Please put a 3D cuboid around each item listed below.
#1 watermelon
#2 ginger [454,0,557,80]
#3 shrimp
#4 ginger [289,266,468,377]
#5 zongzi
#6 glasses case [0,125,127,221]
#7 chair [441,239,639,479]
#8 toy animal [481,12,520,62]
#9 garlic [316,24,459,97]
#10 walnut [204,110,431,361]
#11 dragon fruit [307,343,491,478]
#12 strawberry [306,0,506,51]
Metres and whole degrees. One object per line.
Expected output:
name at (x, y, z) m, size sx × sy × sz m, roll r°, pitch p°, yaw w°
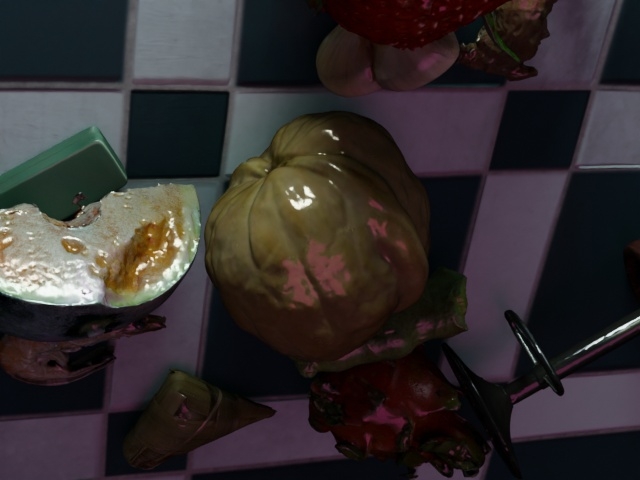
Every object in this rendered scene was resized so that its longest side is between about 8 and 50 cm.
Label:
watermelon at (-0.285, 0.061, 1.499) m, size 0.321 × 0.175 × 0.188 m, roll -10°, pitch 144°, yaw -26°
ginger at (0.264, -0.328, 1.535) m, size 0.122 × 0.084 × 0.290 m, roll 21°, pitch 120°, yaw -6°
shrimp at (-0.311, 0.139, 1.658) m, size 0.223 × 0.047 × 0.126 m, roll -9°, pitch 133°, yaw -7°
ginger at (0.067, 0.105, 1.718) m, size 0.289 × 0.137 × 0.089 m, roll -21°, pitch 166°, yaw -3°
zongzi at (-0.175, 0.270, 1.780) m, size 0.176 × 0.078 × 0.160 m, roll 23°, pitch 118°, yaw -35°
glasses case at (-0.329, -0.061, 1.517) m, size 0.184 × 0.039 × 0.078 m, roll -28°, pitch 127°, yaw 1°
chair at (0.400, 0.152, 1.816) m, size 0.401 × 0.226 × 0.227 m, roll -28°, pitch 128°, yaw -1°
toy animal at (0.164, -0.296, 1.514) m, size 0.075 × 0.041 × 0.217 m, roll -23°, pitch 107°, yaw 14°
garlic at (0.078, -0.227, 1.508) m, size 0.174 × 0.124 × 0.099 m, roll -16°, pitch 149°, yaw 24°
walnut at (0.000, 0.000, 1.542) m, size 0.296 × 0.285 × 0.285 m, roll -54°, pitch 134°, yaw -29°
dragon fruit at (0.109, 0.254, 1.783) m, size 0.200 × 0.269 × 0.198 m, roll -36°, pitch 176°, yaw -39°
strawberry at (0.108, -0.327, 1.365) m, size 0.276 × 0.257 × 0.257 m, roll 5°, pitch 121°, yaw -28°
